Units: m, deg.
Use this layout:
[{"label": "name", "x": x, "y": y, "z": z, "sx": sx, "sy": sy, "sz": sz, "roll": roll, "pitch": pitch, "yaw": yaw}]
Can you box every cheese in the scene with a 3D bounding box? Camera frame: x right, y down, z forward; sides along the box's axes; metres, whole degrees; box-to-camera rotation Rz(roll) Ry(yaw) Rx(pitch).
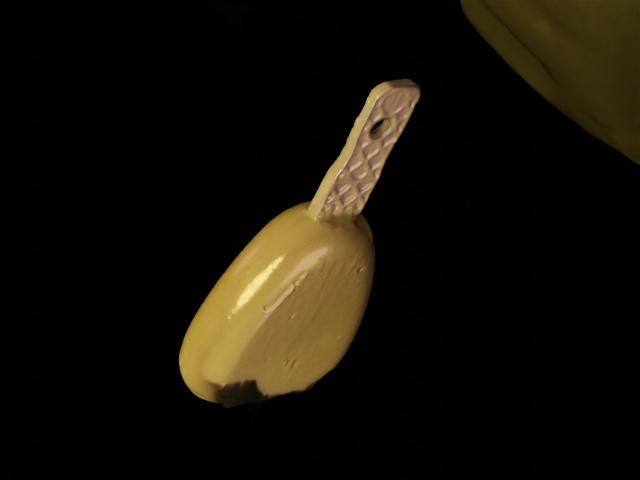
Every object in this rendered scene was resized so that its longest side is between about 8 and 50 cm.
[{"label": "cheese", "x": 0.000, "y": 0.000, "z": 1.125, "sx": 0.127, "sy": 0.054, "sz": 0.251, "roll": -9, "pitch": 137, "yaw": -44}]

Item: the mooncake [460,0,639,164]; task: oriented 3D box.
[{"label": "mooncake", "x": 0.240, "y": -0.215, "z": 0.978, "sx": 0.356, "sy": 0.194, "sz": 0.356, "roll": -26, "pitch": 146, "yaw": -19}]
